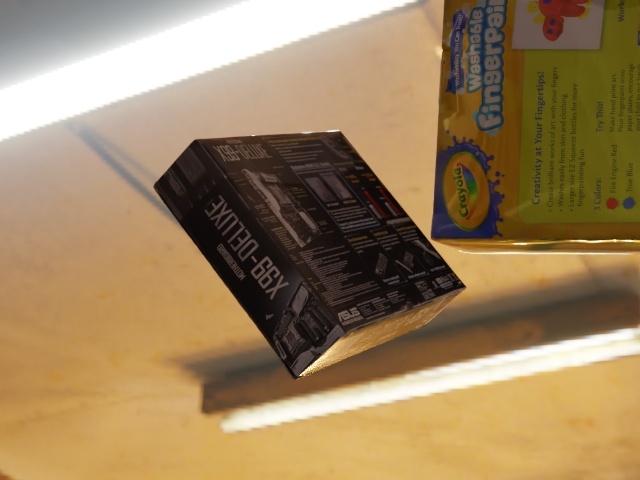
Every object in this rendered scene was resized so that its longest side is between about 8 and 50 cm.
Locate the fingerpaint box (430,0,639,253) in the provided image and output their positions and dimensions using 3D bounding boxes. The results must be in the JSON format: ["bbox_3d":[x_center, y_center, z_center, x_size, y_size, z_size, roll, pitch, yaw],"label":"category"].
[{"bbox_3d":[0.356,-0.207,1.655,0.371,0.445,0.163,-1,-9,26],"label":"fingerpaint box"}]

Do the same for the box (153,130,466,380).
[{"bbox_3d":[0.000,0.000,1.277,0.076,0.242,0.307,-45,-14,25],"label":"box"}]
